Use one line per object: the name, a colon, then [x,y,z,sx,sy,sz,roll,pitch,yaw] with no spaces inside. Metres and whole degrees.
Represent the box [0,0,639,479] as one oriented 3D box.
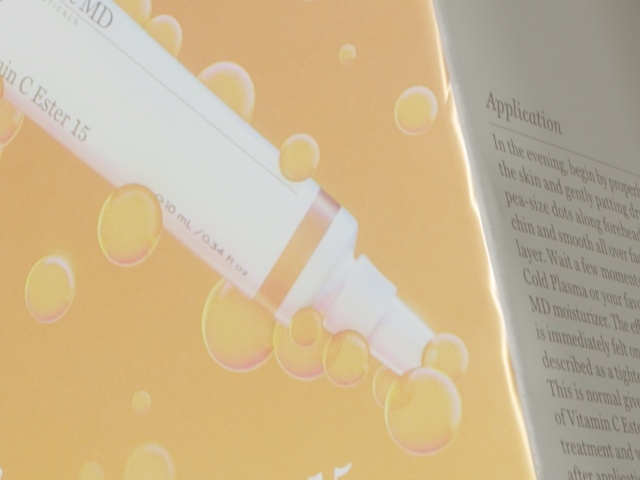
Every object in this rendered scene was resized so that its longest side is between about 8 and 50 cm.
box: [0.000,0.000,0.668,0.215,0.168,0.345,-22,70,31]
